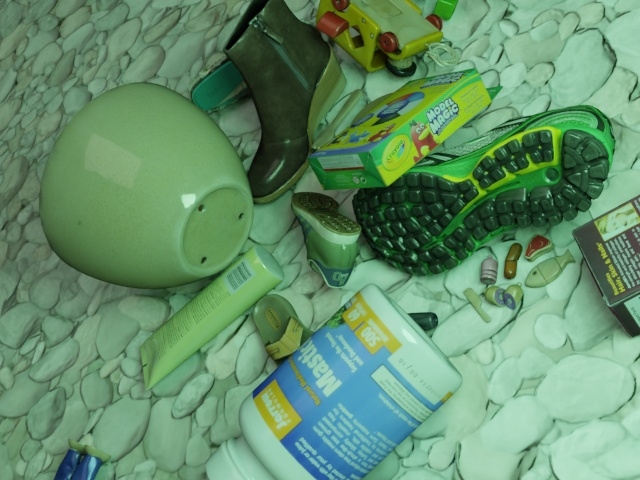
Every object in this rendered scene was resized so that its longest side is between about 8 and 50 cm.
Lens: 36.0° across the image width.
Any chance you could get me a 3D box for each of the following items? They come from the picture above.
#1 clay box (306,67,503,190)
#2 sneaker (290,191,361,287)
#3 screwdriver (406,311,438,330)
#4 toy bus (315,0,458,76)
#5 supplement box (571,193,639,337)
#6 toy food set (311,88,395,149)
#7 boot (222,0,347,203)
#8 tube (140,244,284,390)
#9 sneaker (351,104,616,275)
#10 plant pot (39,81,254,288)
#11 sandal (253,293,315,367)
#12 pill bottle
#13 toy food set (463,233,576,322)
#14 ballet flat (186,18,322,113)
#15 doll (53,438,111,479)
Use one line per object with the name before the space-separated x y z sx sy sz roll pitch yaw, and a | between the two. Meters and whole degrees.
clay box | 0.104 -0.140 1.174 0.222 0.053 0.127 -40 22 -28
sneaker | 0.000 0.000 1.267 0.192 0.064 0.086 -133 46 -66
screwdriver | 0.069 0.100 1.186 0.170 0.024 0.025 -6 28 42
toy bus | 0.087 -0.285 1.370 0.191 0.104 0.202 11 49 -5
supplement box | 0.364 0.001 0.982 0.188 0.081 0.104 -30 47 16
toy food set | 0.089 -0.146 1.330 0.192 0.038 0.132 17 65 48
boot | -0.077 -0.198 1.362 0.090 0.207 0.248 18 73 43
tube | -0.155 0.101 1.328 0.240 0.070 0.062 -40 84 12
sneaker | 0.188 -0.058 1.151 0.344 0.134 0.146 -16 16 37
plant pot | -0.200 -0.050 1.317 0.191 0.284 0.284 26 78 35
sandal | -0.042 0.121 1.228 0.072 0.049 0.180 -45 44 2
pill bottle | 0.008 0.189 1.071 0.272 0.152 0.152 -43 45 3
toy food set | 0.219 0.034 1.113 0.122 0.019 0.078 -40 45 7
ballet flat | -0.106 -0.284 1.537 0.241 0.091 0.077 -25 27 17
doll | -0.343 0.360 1.293 0.129 0.046 0.189 6 65 41
